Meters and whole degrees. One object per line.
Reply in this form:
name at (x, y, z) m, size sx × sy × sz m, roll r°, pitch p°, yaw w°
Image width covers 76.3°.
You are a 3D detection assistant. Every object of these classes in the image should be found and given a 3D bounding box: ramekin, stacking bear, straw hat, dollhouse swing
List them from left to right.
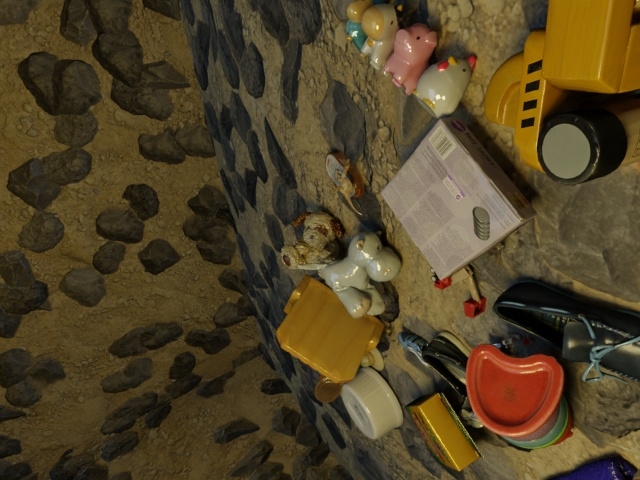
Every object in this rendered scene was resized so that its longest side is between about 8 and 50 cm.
dollhouse swing at (0.002, 0.356, 1.493) m, size 0.346 × 0.305 × 0.315 m, roll 32°, pitch 148°, yaw 3°
straw hat at (0.191, 0.484, 1.666) m, size 0.144 × 0.061 × 0.144 m, roll 45°, pitch 148°, yaw 39°
ramekin at (0.205, 0.685, 1.709) m, size 0.277 × 0.135 × 0.277 m, roll 47°, pitch 151°, yaw 36°
stacking bear at (0.439, 0.349, 0.850) m, size 0.175 × 0.164 × 0.289 m, roll 0°, pitch 152°, yaw 45°

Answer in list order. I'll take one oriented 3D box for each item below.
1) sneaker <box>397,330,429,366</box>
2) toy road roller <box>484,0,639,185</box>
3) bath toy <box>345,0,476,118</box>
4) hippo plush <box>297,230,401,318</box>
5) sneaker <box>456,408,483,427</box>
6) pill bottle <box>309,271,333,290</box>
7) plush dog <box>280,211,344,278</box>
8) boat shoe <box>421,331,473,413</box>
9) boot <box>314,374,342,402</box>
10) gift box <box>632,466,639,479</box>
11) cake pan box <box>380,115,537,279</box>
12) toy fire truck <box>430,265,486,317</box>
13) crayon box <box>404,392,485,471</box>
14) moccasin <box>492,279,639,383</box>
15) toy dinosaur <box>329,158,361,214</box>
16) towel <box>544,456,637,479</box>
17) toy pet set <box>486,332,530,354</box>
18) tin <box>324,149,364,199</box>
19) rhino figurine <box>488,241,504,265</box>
sneaker at (0.310, 0.335, 1.307) m, size 0.144 × 0.053 × 0.059 m, roll 37°, pitch 143°, yaw 35°
toy road roller at (0.355, -0.248, 0.550) m, size 0.240 × 0.202 × 0.330 m, roll -129°, pitch 26°, yaw -56°
bath toy at (0.186, -0.401, 0.859) m, size 0.151 × 0.129 × 0.348 m, roll 23°, pitch -153°, yaw -56°
hippo plush at (0.141, 0.075, 1.317) m, size 0.294 × 0.234 × 0.236 m, roll 43°, pitch 118°, yaw 16°
sneaker at (0.440, 0.516, 1.210) m, size 0.135 × 0.052 × 0.058 m, roll -42°, pitch 62°, yaw 58°
pill bottle at (0.023, 0.229, 1.730) m, size 0.112 × 0.112 × 0.187 m, roll -5°, pitch 105°, yaw 65°
plush dog at (0.000, 0.000, 1.558) m, size 0.262 × 0.210 × 0.225 m, roll 16°, pitch 115°, yaw 26°
boat shoe at (0.405, 0.397, 1.087) m, size 0.340 × 0.113 × 0.127 m, roll 50°, pitch 150°, yaw 33°
boot at (0.050, 0.546, 1.797) m, size 0.220 × 0.109 × 0.283 m, roll -74°, pitch -7°, yaw -69°
gift box at (0.535, 0.220, 0.429) m, size 0.276 × 0.258 × 0.255 m, roll 39°, pitch 165°, yaw 23°
cake pan box at (0.265, -0.084, 0.855) m, size 0.267 × 0.070 × 0.246 m, roll 58°, pitch 143°, yaw 19°
toy fire truck at (0.343, 0.088, 1.032) m, size 0.135 × 0.047 × 0.192 m, roll 19°, pitch 126°, yaw 59°
crayon box at (0.370, 0.584, 1.261) m, size 0.202 × 0.081 × 0.318 m, roll 58°, pitch 169°, yaw 22°
moccasin at (0.480, 0.186, 0.749) m, size 0.342 × 0.116 × 0.138 m, roll 22°, pitch 130°, yaw 58°
toy dinosaur at (0.075, -0.162, 1.280) m, size 0.092 × 0.053 × 0.183 m, roll 21°, pitch 129°, yaw 55°
towel at (0.621, 0.610, 0.871) m, size 0.228 × 0.076 × 0.308 m, roll 51°, pitch 151°, yaw 31°
toy pet set at (0.458, 0.280, 0.974) m, size 0.114 × 0.065 × 0.122 m, roll -17°, pitch 99°, yaw 31°
tin at (0.075, -0.216, 1.339) m, size 0.190 × 0.040 × 0.106 m, roll 54°, pitch 148°, yaw 27°
rhino figurine at (0.331, -0.054, 0.900) m, size 0.243 × 0.073 × 0.106 m, roll 65°, pitch 149°, yaw 12°
